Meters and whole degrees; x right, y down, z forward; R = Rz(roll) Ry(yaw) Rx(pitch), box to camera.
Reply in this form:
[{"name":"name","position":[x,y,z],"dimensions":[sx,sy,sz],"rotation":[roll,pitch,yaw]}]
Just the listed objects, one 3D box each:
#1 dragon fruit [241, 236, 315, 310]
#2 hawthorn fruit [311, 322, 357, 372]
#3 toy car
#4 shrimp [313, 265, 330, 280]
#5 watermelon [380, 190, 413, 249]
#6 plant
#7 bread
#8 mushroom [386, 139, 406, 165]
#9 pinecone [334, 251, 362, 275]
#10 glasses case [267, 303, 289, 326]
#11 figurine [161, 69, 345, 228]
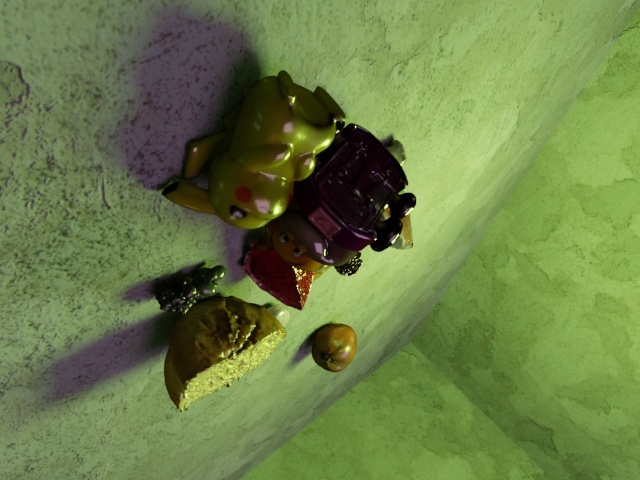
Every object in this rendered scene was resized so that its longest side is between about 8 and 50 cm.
[{"name":"dragon fruit","position":[-0.106,0.046,1.229],"dimensions":[0.274,0.161,0.126],"rotation":[79,28,-52]},{"name":"hawthorn fruit","position":[0.075,0.430,2.055],"dimensions":[0.251,0.199,0.199],"rotation":[-36,157,-52]},{"name":"toy car","position":[0.030,-0.084,1.069],"dimensions":[0.240,0.271,0.341],"rotation":[-38,-172,43]},{"name":"shrimp","position":[0.000,0.000,1.389],"dimensions":[0.365,0.071,0.233],"rotation":[-53,148,13]},{"name":"watermelon","position":[0.212,-0.065,1.541],"dimensions":[0.207,0.202,0.136],"rotation":[-31,-169,-27]},{"name":"plant","position":[-0.281,0.105,1.068],"dimensions":[0.085,0.087,0.174],"rotation":[-20,-174,47]},{"name":"bread","position":[-0.257,0.252,1.212],"dimensions":[0.340,0.179,0.194],"rotation":[-20,147,-50]},{"name":"mushroom","position":[0.156,-0.198,1.296],"dimensions":[0.225,0.093,0.116],"rotation":[-17,122,-40]},{"name":"pinecone","position":[0.086,0.069,1.608],"dimensions":[0.102,0.102,0.109],"rotation":[-38,-177,-18]},{"name":"glasses case","position":[-0.215,0.311,1.497],"dimensions":[0.297,0.075,0.113],"rotation":[-44,154,-9]},{"name":"figurine","position":[-0.115,-0.139,0.854],"dimensions":[0.218,0.169,0.327],"rotation":[11,118,-45]}]
